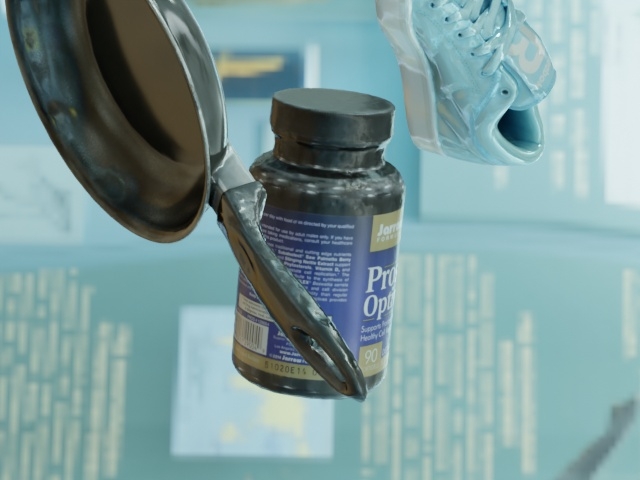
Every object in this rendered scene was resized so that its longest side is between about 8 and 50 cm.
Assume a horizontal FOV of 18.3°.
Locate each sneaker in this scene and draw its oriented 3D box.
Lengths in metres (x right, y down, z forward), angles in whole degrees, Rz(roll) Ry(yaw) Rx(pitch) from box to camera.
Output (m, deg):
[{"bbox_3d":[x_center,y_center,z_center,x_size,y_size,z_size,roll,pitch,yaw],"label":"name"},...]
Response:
[{"bbox_3d":[0.153,-0.199,1.875,0.135,0.150,0.366,-65,157,-24],"label":"sneaker"}]

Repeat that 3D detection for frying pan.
[{"bbox_3d":[-0.073,-0.067,1.083,0.326,0.053,0.197,31,-41,41],"label":"frying pan"}]

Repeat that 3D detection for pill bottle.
[{"bbox_3d":[0.000,0.000,1.513,0.123,0.123,0.219,-83,178,-74],"label":"pill bottle"}]
